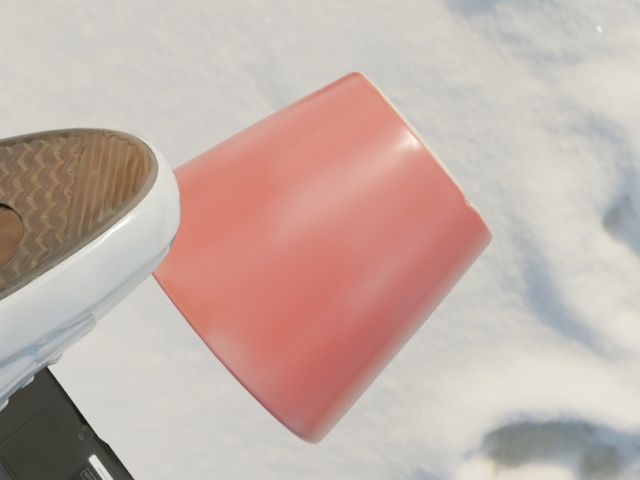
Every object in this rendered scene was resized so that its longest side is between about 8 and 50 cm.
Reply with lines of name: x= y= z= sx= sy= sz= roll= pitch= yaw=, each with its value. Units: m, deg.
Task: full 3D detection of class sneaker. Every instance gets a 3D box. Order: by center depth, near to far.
sneaker: x=-0.171 y=0.060 z=0.570 sx=0.290 sy=0.106 sz=0.123 roll=-30 pitch=134 yaw=4

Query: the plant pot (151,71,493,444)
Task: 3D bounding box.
plant pot: x=0.000 y=0.000 z=1.243 sx=0.243 sy=0.275 sz=0.275 roll=-39 pitch=125 yaw=1

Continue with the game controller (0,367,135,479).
game controller: x=-0.159 y=0.182 z=0.846 sx=0.067 sy=0.166 sz=0.319 roll=-34 pitch=93 yaw=19
